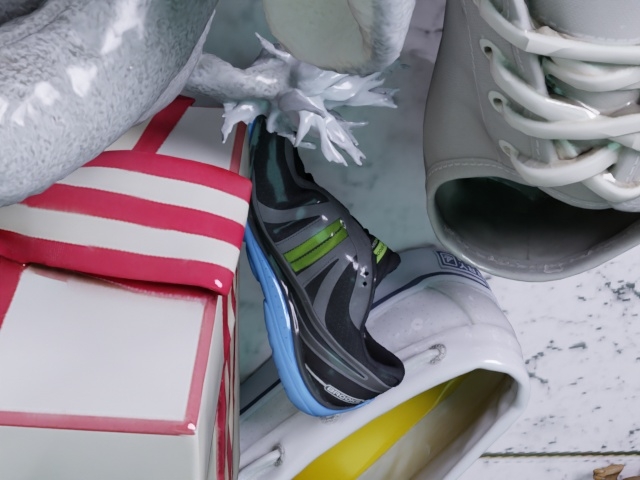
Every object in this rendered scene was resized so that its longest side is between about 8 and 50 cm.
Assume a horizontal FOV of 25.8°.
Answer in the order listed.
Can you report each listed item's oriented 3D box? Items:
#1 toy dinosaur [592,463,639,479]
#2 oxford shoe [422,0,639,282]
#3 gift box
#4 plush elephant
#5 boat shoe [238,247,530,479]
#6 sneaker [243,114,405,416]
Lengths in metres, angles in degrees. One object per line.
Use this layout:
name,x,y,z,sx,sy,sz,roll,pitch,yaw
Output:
toy dinosaur,0.246,0.178,0.977,0.211,0.064,0.112,4,139,-10
oxford shoe,0.118,-0.091,0.561,0.169,0.130,0.449,9,160,3
gift box,-0.160,0.059,0.639,0.255,0.276,0.258,0,127,-3
plush elephant,-0.074,-0.156,0.468,0.330,0.272,0.255,10,135,-22
boat shoe,-0.015,0.178,0.816,0.367,0.156,0.136,-43,125,11
sneaker,0.000,0.000,0.734,0.078,0.067,0.188,-14,105,9
